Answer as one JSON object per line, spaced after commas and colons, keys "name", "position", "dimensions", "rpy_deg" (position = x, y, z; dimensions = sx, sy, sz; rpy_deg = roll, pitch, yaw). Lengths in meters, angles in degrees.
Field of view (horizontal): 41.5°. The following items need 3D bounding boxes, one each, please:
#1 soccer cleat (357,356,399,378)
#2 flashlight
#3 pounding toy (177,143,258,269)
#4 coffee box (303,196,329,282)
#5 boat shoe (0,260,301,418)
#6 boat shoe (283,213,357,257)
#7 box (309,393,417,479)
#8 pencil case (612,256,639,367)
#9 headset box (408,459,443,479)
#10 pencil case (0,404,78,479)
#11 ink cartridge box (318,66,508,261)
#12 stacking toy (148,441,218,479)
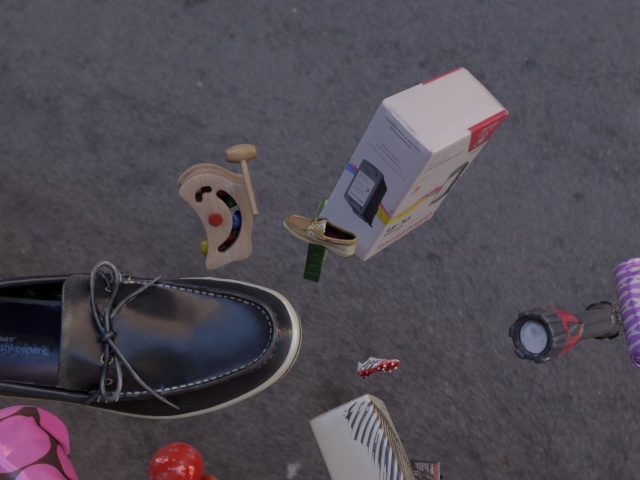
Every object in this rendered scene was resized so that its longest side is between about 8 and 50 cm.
{"name": "soccer cleat", "position": [0.105, 0.226, 1.548], "dimensions": [0.083, 0.029, 0.036], "rpy_deg": [-21, 46, 21]}
{"name": "flashlight", "position": [0.488, 0.168, 1.633], "dimensions": [0.103, 0.304, 0.103], "rpy_deg": [44, 122, 34]}
{"name": "pounding toy", "position": [-0.211, -0.064, 1.720], "dimensions": [0.154, 0.270, 0.155], "rpy_deg": [-1, 22, -11]}
{"name": "coffee box", "position": [0.000, 0.000, 1.853], "dimensions": [0.040, 0.184, 0.113], "rpy_deg": [16, 59, 3]}
{"name": "boat shoe", "position": [-0.275, 0.127, 1.072], "dimensions": [0.499, 0.156, 0.187], "rpy_deg": [1, 75, 3]}
{"name": "boat shoe", "position": [0.002, -0.018, 1.467], "dimensions": [0.135, 0.045, 0.050], "rpy_deg": [22, 42, 0]}
{"name": "box", "position": [0.086, 0.348, 1.109], "dimensions": [0.094, 0.113, 0.275], "rpy_deg": [-27, 70, 7]}
{"name": "pencil case", "position": [0.566, 0.124, 1.467], "dimensions": [0.088, 0.086, 0.206], "rpy_deg": [-23, 42, 26]}
{"name": "headset box", "position": [0.158, 0.391, 1.372], "dimensions": [0.083, 0.032, 0.062], "rpy_deg": [6, 63, -6]}
{"name": "pencil case", "position": [-0.194, 0.222, 0.638], "dimensions": [0.095, 0.098, 0.209], "rpy_deg": [-50, 56, 11]}
{"name": "ink cartridge box", "position": [0.158, -0.132, 1.490], "dimensions": [0.226, 0.306, 0.131], "rpy_deg": [-31, 70, -38]}
{"name": "stacking toy", "position": [-0.169, 0.469, 1.398], "dimensions": [0.141, 0.141, 0.330], "rpy_deg": [-29, 104, 5]}
